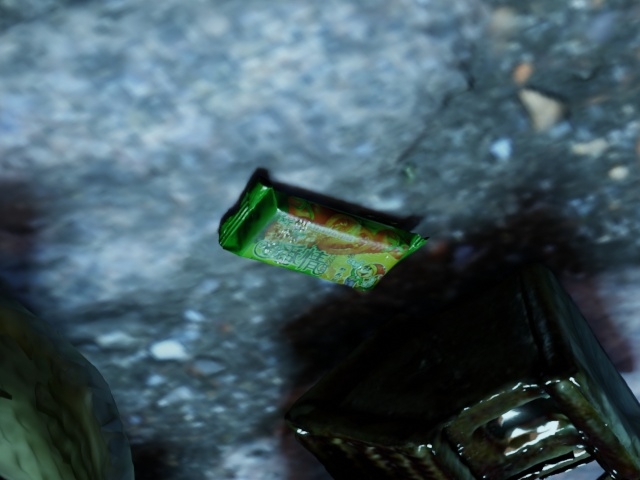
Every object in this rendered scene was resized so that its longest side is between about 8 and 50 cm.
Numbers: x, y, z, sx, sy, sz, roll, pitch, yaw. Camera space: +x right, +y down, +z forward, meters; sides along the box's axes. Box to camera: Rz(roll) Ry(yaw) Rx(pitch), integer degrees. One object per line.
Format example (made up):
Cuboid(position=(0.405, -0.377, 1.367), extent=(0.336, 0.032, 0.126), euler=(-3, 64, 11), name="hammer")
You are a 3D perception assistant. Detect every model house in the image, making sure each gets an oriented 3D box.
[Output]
Cuboid(position=(0.074, 0.094, 0.898), extent=(0.152, 0.106, 0.165), euler=(-24, 135, 14), name="model house")

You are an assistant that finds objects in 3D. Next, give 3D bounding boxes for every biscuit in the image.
Cuboid(position=(0.000, 0.000, 0.839), extent=(0.089, 0.016, 0.046), euler=(16, 134, -28), name="biscuit")

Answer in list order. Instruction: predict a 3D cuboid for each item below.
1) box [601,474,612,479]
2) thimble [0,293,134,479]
Cuboid(position=(0.229, 0.221, 1.060), extent=(0.184, 0.143, 0.273), euler=(13, 135, -26), name="box")
Cuboid(position=(-0.211, 0.145, 0.777), extent=(0.271, 0.271, 0.150), euler=(-1, 136, -11), name="thimble")
